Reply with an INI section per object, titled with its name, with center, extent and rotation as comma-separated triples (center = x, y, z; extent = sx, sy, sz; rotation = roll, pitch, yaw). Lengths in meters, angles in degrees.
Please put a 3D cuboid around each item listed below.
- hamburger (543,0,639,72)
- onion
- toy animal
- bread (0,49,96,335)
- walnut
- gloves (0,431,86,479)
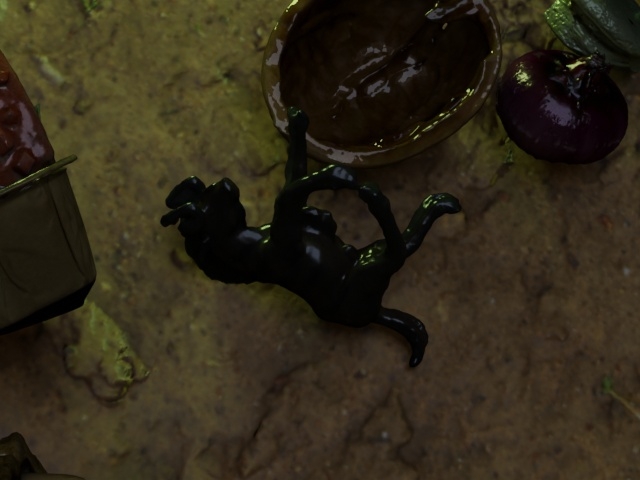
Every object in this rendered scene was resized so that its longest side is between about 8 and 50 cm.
[hamburger]
center = 0.253, -0.185, 1.315
extent = 0.084, 0.054, 0.121
rotation = 51, 29, 12
[onion]
center = 0.204, -0.115, 1.256
extent = 0.115, 0.104, 0.115
rotation = 22, 39, -19
[toy animal]
center = 0.000, 0.000, 1.149
extent = 0.233, 0.148, 0.084
rotation = 30, 23, -15
[bread]
center = -0.239, -0.041, 1.032
extent = 0.142, 0.224, 0.212
rotation = -25, 95, -24
[walnut]
center = 0.041, -0.137, 1.230
extent = 0.211, 0.087, 0.167
rotation = -34, 84, -16
[gloves]
center = -0.317, 0.192, 0.940
extent = 0.356, 0.155, 0.203
rotation = -11, 61, -3
